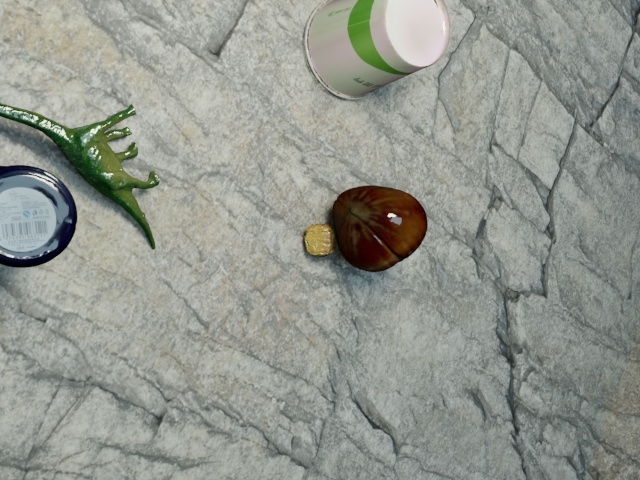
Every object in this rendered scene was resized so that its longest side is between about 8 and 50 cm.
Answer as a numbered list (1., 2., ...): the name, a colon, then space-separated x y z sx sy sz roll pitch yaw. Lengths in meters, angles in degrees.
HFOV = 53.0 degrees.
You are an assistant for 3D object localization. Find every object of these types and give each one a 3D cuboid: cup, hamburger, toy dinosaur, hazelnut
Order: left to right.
1. cup: -0.526 -0.003 1.103 0.178 0.256 0.255 -2 96 -32
2. toy dinosaur: -0.470 -0.139 1.207 0.300 0.087 0.447 -30 115 -36
3. hamburger: 0.000 0.000 1.545 0.076 0.044 0.083 -2 94 4
4. hazelnut: 0.136 -0.038 1.516 0.229 0.229 0.230 -3 95 -32
5. cup: 0.135 -0.464 1.468 0.253 0.274 0.253 -2 94 -32
